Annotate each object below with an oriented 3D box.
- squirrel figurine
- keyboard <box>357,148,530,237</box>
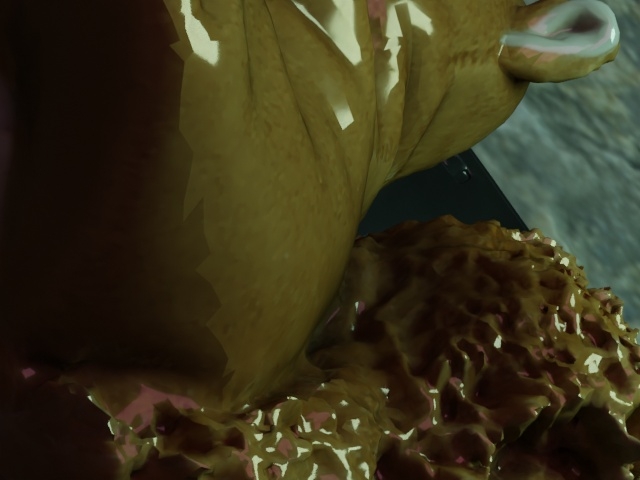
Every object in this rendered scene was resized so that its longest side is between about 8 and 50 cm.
[{"bbox_3d":[-0.024,-0.017,0.743,0.370,0.281,0.397,-16,81,-56],"label":"squirrel figurine"},{"bbox_3d":[0.000,0.000,1.129,0.317,0.033,0.201,-32,86,-44],"label":"keyboard"}]
